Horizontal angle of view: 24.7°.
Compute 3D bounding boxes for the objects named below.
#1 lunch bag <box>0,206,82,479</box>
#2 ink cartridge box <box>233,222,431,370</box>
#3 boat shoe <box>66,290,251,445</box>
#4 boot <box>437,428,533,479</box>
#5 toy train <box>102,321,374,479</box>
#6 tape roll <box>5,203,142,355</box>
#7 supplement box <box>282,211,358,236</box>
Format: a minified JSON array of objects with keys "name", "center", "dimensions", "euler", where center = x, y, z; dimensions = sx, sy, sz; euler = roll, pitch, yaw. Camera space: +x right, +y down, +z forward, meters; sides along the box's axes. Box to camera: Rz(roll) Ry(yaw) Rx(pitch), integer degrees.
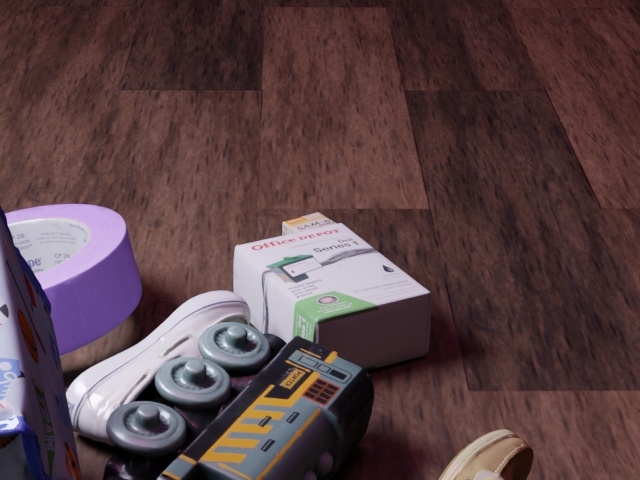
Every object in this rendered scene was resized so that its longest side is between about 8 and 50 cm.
[{"name":"lunch bag","center":[-0.425,0.176,1.307],"dimensions":[0.385,0.239,0.328],"euler":[-20,43,-4]},{"name":"ink cartridge box","center":[0.009,0.071,1.766],"dimensions":[0.160,0.093,0.219],"euler":[-13,29,-26]},{"name":"boat shoe","center":[-0.159,0.143,1.615],"dimensions":[0.088,0.096,0.267],"euler":[25,36,33]},{"name":"boot","center":[0.188,0.283,1.330],"dimensions":[0.203,0.095,0.262],"euler":[16,31,29]},{"name":"toy train","center":[-0.083,0.202,1.459],"dimensions":[0.190,0.142,0.334],"euler":[21,31,18]},{"name":"tape roll","center":[-0.357,0.051,1.746],"dimensions":[0.274,0.090,0.275],"euler":[-9,23,4]},{"name":"supplement box","center":[0.000,0.000,1.976],"dimensions":[0.062,0.036,0.098],"euler":[-16,30,-32]}]
